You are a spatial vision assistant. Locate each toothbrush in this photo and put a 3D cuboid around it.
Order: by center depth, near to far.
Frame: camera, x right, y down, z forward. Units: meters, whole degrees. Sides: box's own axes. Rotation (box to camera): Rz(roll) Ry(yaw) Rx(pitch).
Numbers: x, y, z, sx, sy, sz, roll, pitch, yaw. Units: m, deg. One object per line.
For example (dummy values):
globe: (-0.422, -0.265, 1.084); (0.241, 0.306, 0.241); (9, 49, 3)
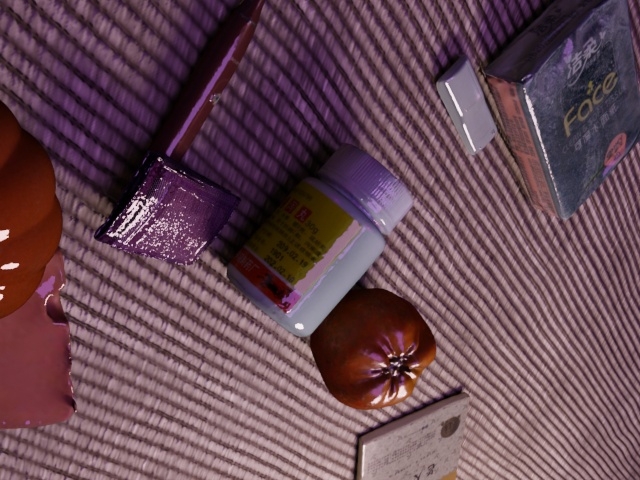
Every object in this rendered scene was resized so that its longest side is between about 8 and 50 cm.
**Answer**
toothbrush: (-0.111, -0.189, 0.688); (0.041, 0.041, 0.363); (29, 95, -42)

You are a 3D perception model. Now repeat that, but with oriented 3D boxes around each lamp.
lamp: (-0.308, -0.021, 0.461); (0.223, 0.196, 0.223); (-9, 122, -15)

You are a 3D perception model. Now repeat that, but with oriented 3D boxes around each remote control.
remote control: (0.221, -0.196, 0.937); (0.061, 0.029, 0.162); (-46, 132, -5)

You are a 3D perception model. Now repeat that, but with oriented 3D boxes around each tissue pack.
tissue pack: (0.397, -0.214, 1.007); (0.228, 0.103, 0.315); (-46, 133, -10)

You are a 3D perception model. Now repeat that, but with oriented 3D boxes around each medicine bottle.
medicine bottle: (0.000, 0.000, 0.802); (0.225, 0.139, 0.139); (-48, 132, -5)

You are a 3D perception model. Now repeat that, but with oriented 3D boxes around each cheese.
cheese: (-0.344, 0.092, 0.605); (0.177, 0.128, 0.202); (-11, 121, -32)

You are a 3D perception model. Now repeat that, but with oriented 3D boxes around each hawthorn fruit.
hawthorn fruit: (0.071, 0.150, 0.914); (0.189, 0.189, 0.189); (-17, 122, -29)

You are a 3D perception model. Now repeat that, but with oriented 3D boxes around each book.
book: (0.175, 0.500, 1.271); (0.269, 0.032, 0.388); (-15, 121, -29)

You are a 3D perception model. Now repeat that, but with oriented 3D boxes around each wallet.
wallet: (-0.163, -0.027, 0.706); (0.111, 0.030, 0.166); (-58, 154, 3)
